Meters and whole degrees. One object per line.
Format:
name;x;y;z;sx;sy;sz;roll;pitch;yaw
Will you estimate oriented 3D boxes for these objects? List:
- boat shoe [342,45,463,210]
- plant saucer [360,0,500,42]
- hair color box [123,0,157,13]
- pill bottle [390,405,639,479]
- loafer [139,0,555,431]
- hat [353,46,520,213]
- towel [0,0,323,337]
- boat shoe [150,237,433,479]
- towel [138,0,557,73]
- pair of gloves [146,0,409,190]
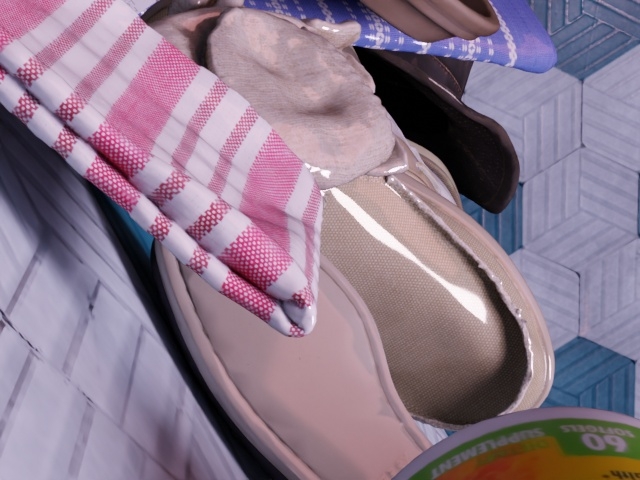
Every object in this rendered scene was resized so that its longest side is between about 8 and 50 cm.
boat shoe;0.030;-0.023;1.173;0.302;0.113;0.103;47;23;-53
plant saucer;-0.003;-0.211;0.977;0.278;0.041;0.278;42;16;-15
hair color box;-0.116;-0.195;0.861;0.167;0.093;0.053;50;9;-51
pill bottle;0.081;0.148;0.413;0.136;0.136;0.245;56;6;-18
loafer;0.000;0.000;0.794;0.268;0.102;0.092;43;23;-5
hat;0.042;-0.164;1.274;0.331;0.134;0.331;35;-10;7
towel;-0.069;-0.057;0.548;0.197;0.029;0.144;42;14;-12
boat shoe;-0.002;0.076;0.620;0.206;0.075;0.065;52;-38;7
towel;-0.021;-0.201;1.098;0.336;0.040;0.243;2;45;-34
pair of gloves;-0.064;-0.115;0.718;0.204;0.042;0.240;2;49;-50
